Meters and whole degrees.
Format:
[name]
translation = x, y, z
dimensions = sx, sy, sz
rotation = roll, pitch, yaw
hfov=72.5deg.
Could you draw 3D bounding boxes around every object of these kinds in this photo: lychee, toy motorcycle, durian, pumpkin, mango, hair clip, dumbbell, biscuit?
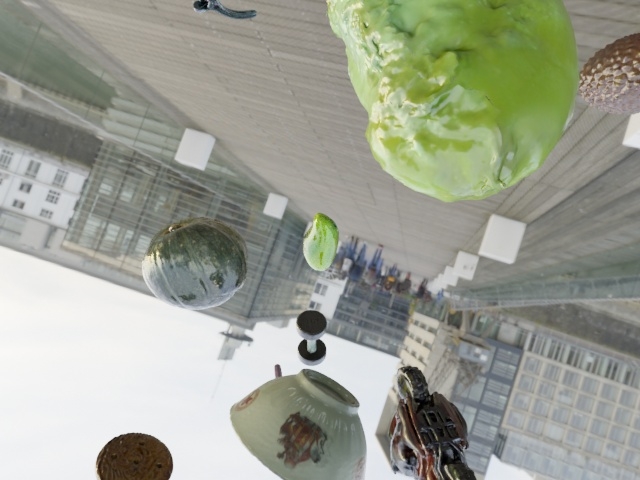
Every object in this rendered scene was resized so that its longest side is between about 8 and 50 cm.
[lychee]
translation = 0.737, -0.389, 1.023
dimensions = 0.238, 0.199, 0.200
rotation = -1, 163, 44
[toy motorcycle]
translation = 0.206, 0.418, 0.739
dimensions = 0.134, 0.207, 0.401
rotation = -6, -147, -13
[durian]
translation = 0.129, -0.180, 0.441
dimensions = 0.256, 0.339, 0.204
rotation = -3, 156, -28
[pumpkin]
translation = -0.352, 0.058, 1.280
dimensions = 0.292, 0.257, 0.327
rotation = -16, -161, 8
[mango]
translation = 0.000, 0.000, 1.458
dimensions = 0.126, 0.111, 0.232
rotation = 25, 136, 26
[hair clip]
translation = -0.288, -0.723, 1.358
dimensions = 0.048, 0.083, 0.275
rotation = 36, -155, 11
[dumbbell]
translation = -0.029, 0.319, 1.418
dimensions = 0.100, 0.100, 0.191
rotation = 18, 138, 18
[biscuit]
translation = -0.460, 0.555, 1.088
dimensions = 0.188, 0.027, 0.188
rotation = 22, -162, -8

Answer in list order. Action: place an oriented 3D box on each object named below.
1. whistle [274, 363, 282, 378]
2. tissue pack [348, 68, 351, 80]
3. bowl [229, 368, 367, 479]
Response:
[whistle]
translation = -0.172, 0.554, 1.790
dimensions = 0.033, 0.033, 0.176
rotation = 20, -174, -11
[tissue pack]
translation = 0.210, -0.473, 1.077
dimensions = 0.089, 0.263, 0.177
rotation = 59, 157, -9
[bowl]
translation = -0.015, 0.386, 0.953
dimensions = 0.337, 0.157, 0.337
rotation = 29, 177, 2
